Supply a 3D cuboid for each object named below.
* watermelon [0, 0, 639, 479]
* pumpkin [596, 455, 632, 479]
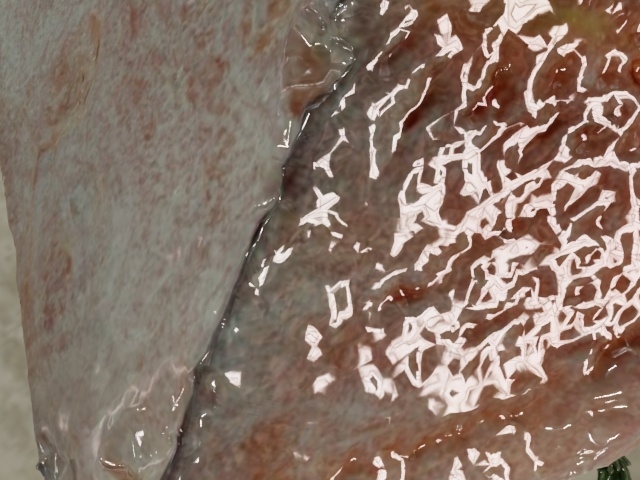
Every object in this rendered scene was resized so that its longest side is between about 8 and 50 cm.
[{"bbox_3d":[0.002,-0.020,0.647,0.292,0.250,0.283,-43,110,-5],"label":"watermelon"},{"bbox_3d":[0.163,0.219,1.191,0.194,0.150,0.194,45,163,18],"label":"pumpkin"}]
